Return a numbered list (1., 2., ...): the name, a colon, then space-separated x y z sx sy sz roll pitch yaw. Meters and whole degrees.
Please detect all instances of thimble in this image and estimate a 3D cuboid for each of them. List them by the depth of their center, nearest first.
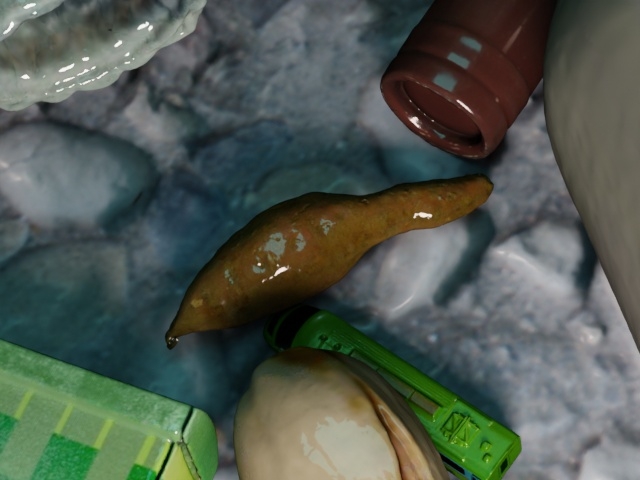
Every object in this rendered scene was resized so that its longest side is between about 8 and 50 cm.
1. thimble: -0.214 -0.202 1.488 0.250 0.205 0.172 -18 69 -20

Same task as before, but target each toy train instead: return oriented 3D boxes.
1. toy train: -0.227 0.168 1.365 0.301 0.120 0.202 18 65 15
2. toy train: 0.044 0.102 1.404 0.209 0.042 0.044 33 72 19

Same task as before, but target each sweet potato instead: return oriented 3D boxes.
1. sweet potato: 0.002 -0.002 1.441 0.269 0.074 0.074 -24 65 -9

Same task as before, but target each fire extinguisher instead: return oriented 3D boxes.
1. fire extinguisher: 0.161 -0.232 1.510 0.138 0.102 0.344 30 72 10

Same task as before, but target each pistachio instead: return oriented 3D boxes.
1. pistachio: 0.023 0.168 1.322 0.144 0.144 0.215 -33 73 -9

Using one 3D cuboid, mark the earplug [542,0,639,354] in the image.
1. earplug: 0.314 -0.058 1.301 0.313 0.312 0.394 -21 64 -3
